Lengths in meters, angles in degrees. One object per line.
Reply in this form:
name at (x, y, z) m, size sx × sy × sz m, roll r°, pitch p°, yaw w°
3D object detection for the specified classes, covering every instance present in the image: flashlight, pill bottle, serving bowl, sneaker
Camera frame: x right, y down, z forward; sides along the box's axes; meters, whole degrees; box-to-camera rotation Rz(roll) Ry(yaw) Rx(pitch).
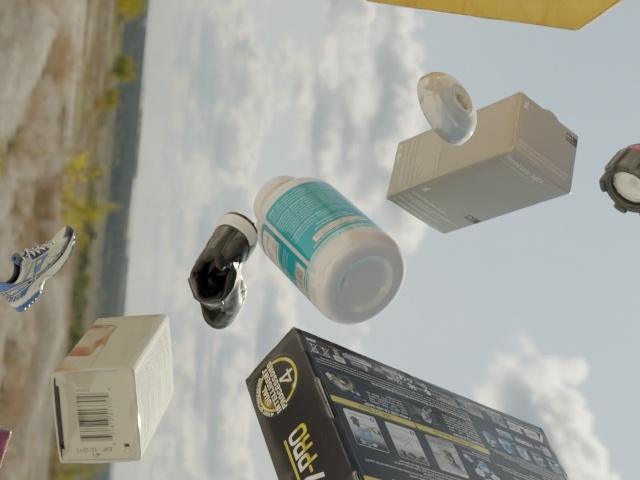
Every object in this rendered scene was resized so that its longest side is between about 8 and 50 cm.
flashlight at (0.547, -0.161, 1.870) m, size 0.103 × 0.304 × 0.103 m, roll 10°, pitch -45°, yaw 46°
pill bottle at (0.000, 0.000, 1.777) m, size 0.264 × 0.146 × 0.146 m, roll 44°, pitch -47°, yaw 48°
serving bowl at (0.138, -0.142, 1.275) m, size 0.027 × 0.083 × 0.083 m, roll -27°, pitch -131°, yaw 36°
sneaker at (-0.385, 0.029, 1.650) m, size 0.135 × 0.058 × 0.052 m, roll -55°, pitch -157°, yaw -14°
sneaker at (-0.156, 0.066, 1.788) m, size 0.106 × 0.078 × 0.234 m, roll -53°, pitch 167°, yaw -41°

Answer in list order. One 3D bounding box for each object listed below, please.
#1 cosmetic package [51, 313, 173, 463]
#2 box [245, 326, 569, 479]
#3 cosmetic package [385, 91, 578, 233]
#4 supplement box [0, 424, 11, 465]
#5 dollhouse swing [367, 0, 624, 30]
cosmetic package at (-0.322, 0.228, 1.928) m, size 0.296 × 0.129 × 0.153 m, roll -73°, pitch 160°, yaw -79°
box at (0.135, 0.274, 1.204) m, size 0.097 × 0.395 × 0.318 m, roll -49°, pitch -141°, yaw 20°
cosmetic package at (0.218, -0.100, 1.655) m, size 0.238 × 0.127 × 0.107 m, roll -18°, pitch -131°, yaw 50°
supplement box at (-0.497, 0.261, 1.571) m, size 0.188 × 0.080 × 0.104 m, roll 18°, pitch -89°, yaw 38°
dollhouse swing at (0.206, -0.408, 1.274) m, size 0.315 × 0.346 × 0.305 m, roll -48°, pitch 145°, yaw -62°
